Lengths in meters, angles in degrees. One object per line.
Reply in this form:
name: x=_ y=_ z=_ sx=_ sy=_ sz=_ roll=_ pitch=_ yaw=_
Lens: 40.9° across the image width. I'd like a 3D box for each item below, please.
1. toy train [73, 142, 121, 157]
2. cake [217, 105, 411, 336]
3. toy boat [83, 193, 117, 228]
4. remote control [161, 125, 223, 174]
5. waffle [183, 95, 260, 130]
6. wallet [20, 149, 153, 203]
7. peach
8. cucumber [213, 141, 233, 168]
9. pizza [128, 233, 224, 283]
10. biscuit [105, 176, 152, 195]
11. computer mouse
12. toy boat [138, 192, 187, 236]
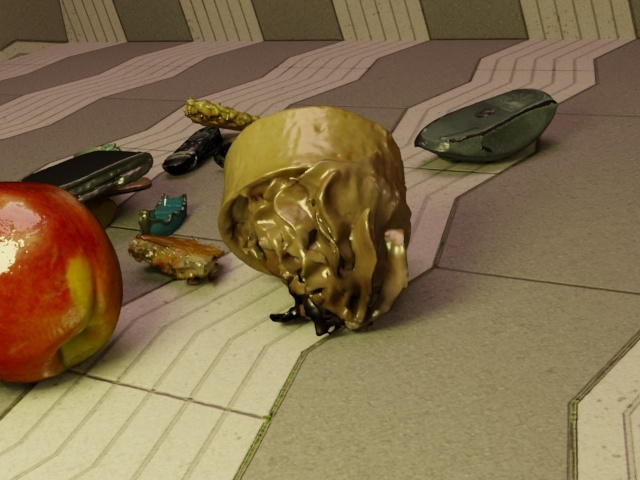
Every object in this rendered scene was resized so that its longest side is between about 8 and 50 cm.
toy train: x=-0.559 y=-0.190 z=2.198 sx=0.118 sy=0.074 sz=0.176 roll=-24 pitch=32 yaw=-16
cake: x=-0.007 y=-0.003 z=1.380 sx=0.332 sy=0.332 sz=0.321 roll=-5 pitch=54 yaw=4
toy boat: x=-0.512 y=-0.053 z=1.829 sx=0.088 sy=0.089 sz=0.229 roll=15 pitch=29 yaw=12
remote control: x=-0.330 y=-0.226 z=2.242 sx=0.090 sy=0.066 sz=0.266 roll=-11 pitch=24 yaw=24
waffle: x=-0.249 y=-0.336 z=2.364 sx=0.237 sy=0.059 sz=0.243 roll=11 pitch=-1 yaw=20
wallet: x=-0.529 y=-0.142 z=1.907 sx=0.228 sy=0.062 sz=0.406 roll=-25 pitch=18 yaw=-23
peach: x=-0.457 y=0.050 z=1.296 sx=0.307 sy=0.308 sz=0.332 roll=-23 pitch=59 yaw=-34
cucumber: x=-0.166 y=-0.172 z=2.042 sx=0.081 sy=0.072 sz=0.303 roll=-27 pitch=29 yaw=-19
pizza: x=-0.252 y=0.038 z=1.591 sx=0.226 sy=0.069 sz=0.147 roll=17 pitch=11 yaw=37
biscuit: x=-0.487 y=-0.132 z=2.102 sx=0.147 sy=0.018 sz=0.071 roll=-11 pitch=26 yaw=-15
computer mouse: x=0.397 y=-0.252 z=2.035 sx=0.374 sy=0.114 sz=0.203 roll=-22 pitch=29 yaw=-16
toy boat: x=-0.339 y=-0.057 z=1.811 sx=0.075 sy=0.077 sz=0.185 roll=1 pitch=24 yaw=14
